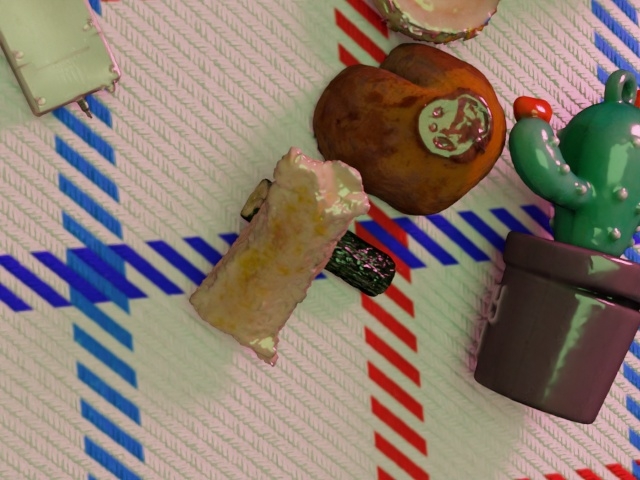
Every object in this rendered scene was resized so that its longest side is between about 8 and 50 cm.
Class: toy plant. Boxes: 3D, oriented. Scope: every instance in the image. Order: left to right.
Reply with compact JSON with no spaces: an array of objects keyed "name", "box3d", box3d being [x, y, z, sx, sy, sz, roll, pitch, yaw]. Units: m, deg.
[{"name":"toy plant","box3d":[0.301,-0.003,1.310,0.280,0.185,0.400,19,90,-18]}]

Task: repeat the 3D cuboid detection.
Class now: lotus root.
[{"name":"lotus root","box3d":[0.110,-0.134,1.269,0.199,0.180,0.188,28,86,-13]}]

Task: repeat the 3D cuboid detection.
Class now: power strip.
[{"name":"power strip","box3d":[-0.327,-0.297,1.217,0.106,0.043,0.367,-26,96,-14]}]

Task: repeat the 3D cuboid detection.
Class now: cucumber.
[{"name":"cucumber","box3d":[0.000,0.001,1.297,0.187,0.058,0.058,32,82,-12]}]

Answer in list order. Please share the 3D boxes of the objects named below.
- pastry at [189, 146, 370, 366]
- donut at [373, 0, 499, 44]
[{"name":"pastry","box3d":[-0.044,0.007,1.220,0.122,0.089,0.258,24,115,-14]},{"name":"donut","box3d":[0.130,-0.306,1.324,0.175,0.068,0.174,2,82,-13]}]
